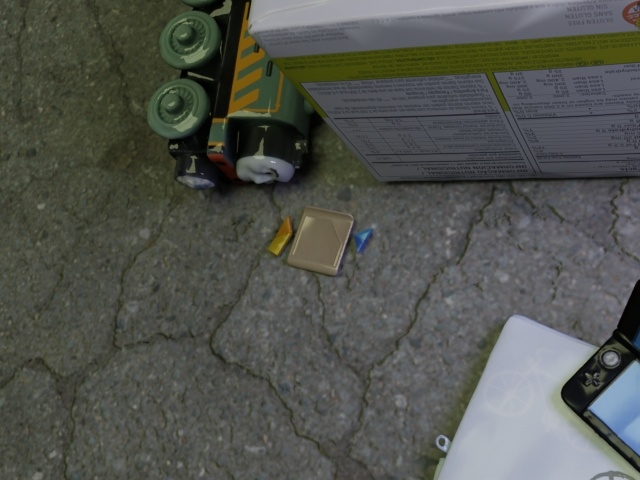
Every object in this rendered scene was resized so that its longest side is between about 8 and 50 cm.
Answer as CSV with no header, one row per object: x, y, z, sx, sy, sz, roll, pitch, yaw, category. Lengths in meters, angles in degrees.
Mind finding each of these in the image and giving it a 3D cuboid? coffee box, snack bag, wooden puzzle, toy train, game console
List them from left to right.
-0.086,-0.219,1.094,0.190,0.142,0.334,2,73,17,toy train
0.000,0.000,1.035,0.116,0.014,0.078,20,86,31,wooden puzzle
0.174,-0.269,0.857,0.338,0.334,0.337,0,71,25,coffee box
0.242,0.259,0.805,0.323,0.037,0.342,19,78,30,snack bag
0.288,0.128,0.767,0.124,0.085,0.144,-46,58,1,game console
